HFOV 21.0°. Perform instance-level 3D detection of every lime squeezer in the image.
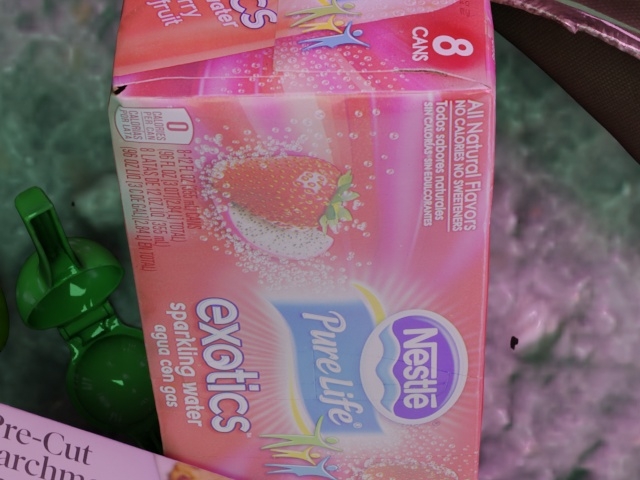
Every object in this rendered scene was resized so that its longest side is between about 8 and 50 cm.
[{"bbox_3d":[-0.098,0.062,0.871,0.059,0.110,0.310,-41,136,-22],"label":"lime squeezer"}]

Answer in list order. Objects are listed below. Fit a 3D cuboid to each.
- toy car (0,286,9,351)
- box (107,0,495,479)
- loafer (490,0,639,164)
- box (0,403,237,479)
[{"bbox_3d":[-0.265,-0.010,0.844,0.155,0.149,0.188,-15,91,17],"label":"toy car"},{"bbox_3d":[0.000,0.000,0.752,0.142,0.154,0.300,0,135,3],"label":"box"},{"bbox_3d":[0.187,-0.070,0.799,0.366,0.134,0.130,21,104,-2],"label":"loafer"},{"bbox_3d":[-0.044,0.146,0.752,0.324,0.067,0.063,21,134,-16],"label":"box"}]
